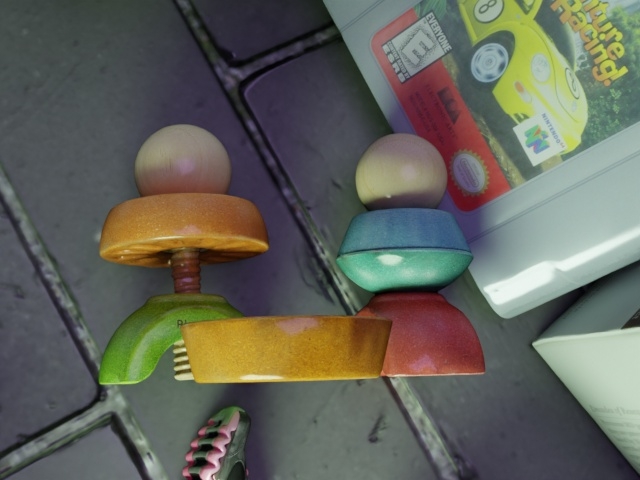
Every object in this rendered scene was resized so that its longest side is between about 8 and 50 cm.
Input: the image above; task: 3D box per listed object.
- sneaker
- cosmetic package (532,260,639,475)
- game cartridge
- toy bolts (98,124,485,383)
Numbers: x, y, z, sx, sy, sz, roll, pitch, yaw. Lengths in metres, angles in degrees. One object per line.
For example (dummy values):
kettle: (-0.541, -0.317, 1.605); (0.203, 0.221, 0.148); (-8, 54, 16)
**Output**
sneaker: (-0.059, 0.164, 0.500); (0.057, 0.047, 0.119); (20, 78, -23)
cosmetic package: (0.277, 0.085, 0.527); (0.151, 0.151, 0.183); (-39, 89, -17)
game cartridge: (0.134, -0.116, 0.528); (0.196, 0.060, 0.294); (-31, 84, 27)
toy bolts: (0.000, 0.000, 0.467); (0.228, 0.218, 0.158); (3, 80, -26)
